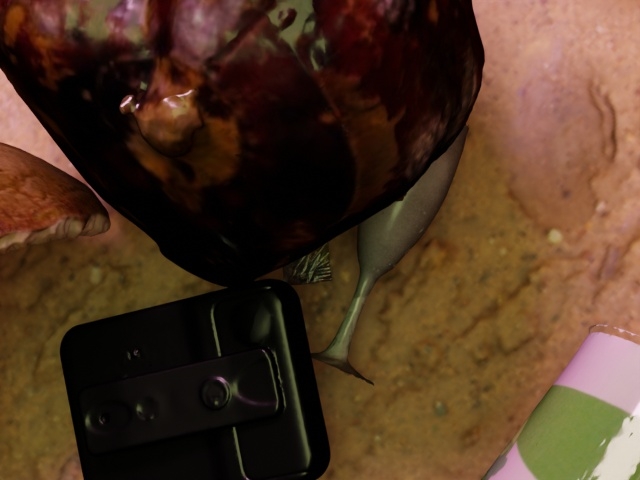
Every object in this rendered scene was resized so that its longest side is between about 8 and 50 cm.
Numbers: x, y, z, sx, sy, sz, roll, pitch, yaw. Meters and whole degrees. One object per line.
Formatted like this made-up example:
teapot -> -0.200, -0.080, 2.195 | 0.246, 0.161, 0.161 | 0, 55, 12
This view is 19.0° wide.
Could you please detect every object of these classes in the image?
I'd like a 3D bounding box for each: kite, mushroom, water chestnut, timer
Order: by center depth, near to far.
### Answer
water chestnut -> -0.041, -0.162, 1.258 | 0.335, 0.335, 0.347 | 34, 55, 9
timer -> -0.093, 0.113, 1.328 | 0.187, 0.055, 0.144 | -15, 84, 25
mushroom -> -0.254, 0.055, 1.340 | 0.233, 0.301, 0.208 | -1, 43, 10
kite -> -0.006, -0.002, 1.374 | 0.044, 0.002, 0.078 | 15, 89, 8

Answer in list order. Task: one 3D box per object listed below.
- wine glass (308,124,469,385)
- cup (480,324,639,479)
wine glass -> 0.047, -0.001, 1.339 | 0.066, 0.066, 0.198 | 23, 88, 9
cup -> 0.186, 0.219, 1.221 | 0.253, 0.253, 0.274 | 32, 84, 9
